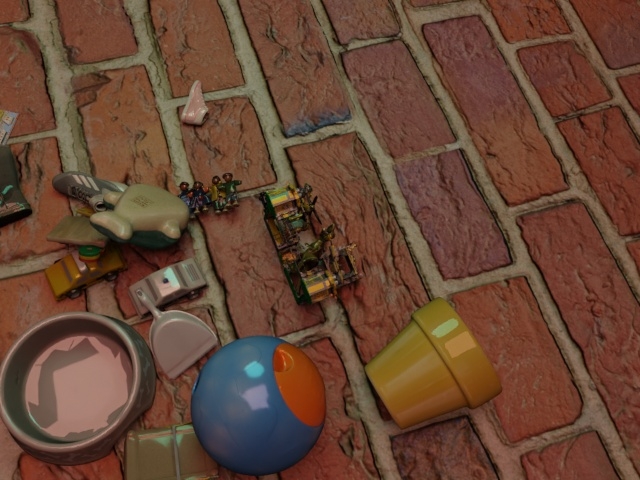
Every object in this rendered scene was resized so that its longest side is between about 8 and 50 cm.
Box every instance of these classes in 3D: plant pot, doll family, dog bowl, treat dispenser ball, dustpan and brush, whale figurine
[{"bbox_3d":[0.239,0.295,1.427,0.239,0.254,0.254,-32,73,0],"label":"plant pot"},{"bbox_3d":[-0.296,-0.119,1.633,0.193,0.076,0.111,-11,73,-7],"label":"doll family"},{"bbox_3d":[-0.550,0.318,1.409,0.349,0.102,0.349,2,67,-5],"label":"dog bowl"},{"bbox_3d":[-0.130,0.347,1.333,0.288,0.288,0.288,2,67,-4],"label":"treat dispenser ball"},{"bbox_3d":[-0.362,0.200,1.477,0.147,0.060,0.211,-39,107,-7],"label":"dustpan and brush"},{"bbox_3d":[-0.434,-0.037,1.502,0.216,0.141,0.272,28,23,8],"label":"whale figurine"}]

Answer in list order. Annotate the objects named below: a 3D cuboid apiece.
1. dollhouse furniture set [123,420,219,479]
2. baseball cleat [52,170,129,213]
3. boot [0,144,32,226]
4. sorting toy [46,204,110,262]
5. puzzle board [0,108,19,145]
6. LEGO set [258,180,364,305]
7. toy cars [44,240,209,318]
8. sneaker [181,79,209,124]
[{"bbox_3d":[-0.316,0.556,1.348,0.197,0.151,0.301,-4,39,-14],"label":"dollhouse furniture set"},{"bbox_3d":[-0.587,-0.121,1.593,0.206,0.072,0.109,6,35,-3],"label":"baseball cleat"},{"bbox_3d":[-0.845,-0.131,1.587,0.189,0.076,0.208,-23,77,-29],"label":"boot"},{"bbox_3d":[-0.564,-0.012,1.512,0.132,0.046,0.274,7,24,-5],"label":"sorting toy"},{"bbox_3d":[-0.880,-0.301,1.690,0.096,0.011,0.128,12,67,0],"label":"puzzle board"},{"bbox_3d":[0.000,0.000,1.517,0.192,0.255,0.331,-21,74,-13],"label":"LEGO set"},{"bbox_3d":[-0.472,0.085,1.521,0.393,0.087,0.176,12,67,0],"label":"toy cars"},{"bbox_3d":[-0.335,-0.380,1.753,0.070,0.051,0.134,15,70,-1],"label":"sneaker"}]
